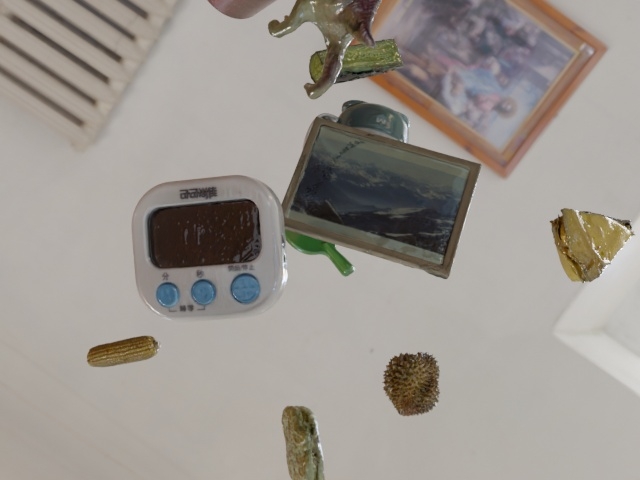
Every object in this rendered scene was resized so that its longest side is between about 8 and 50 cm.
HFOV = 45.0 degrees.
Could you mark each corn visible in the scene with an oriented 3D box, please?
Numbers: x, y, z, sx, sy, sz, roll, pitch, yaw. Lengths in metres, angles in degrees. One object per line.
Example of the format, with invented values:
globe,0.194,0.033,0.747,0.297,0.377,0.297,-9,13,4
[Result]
corn,-0.530,0.300,2.079,0.068,0.207,0.068,-11,90,-85

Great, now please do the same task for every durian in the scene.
durian,0.221,0.342,1.863,0.137,0.158,0.168,-15,-122,54

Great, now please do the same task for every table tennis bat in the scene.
table tennis bat,0.000,0.000,2.106,0.160,0.257,0.039,-31,158,-31

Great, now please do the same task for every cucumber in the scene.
cucumber,0.080,-0.385,1.690,0.211,0.078,0.062,-15,167,-29

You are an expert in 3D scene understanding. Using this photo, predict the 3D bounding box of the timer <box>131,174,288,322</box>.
timer,-0.182,0.015,1.296,0.087,0.262,0.237,9,77,-78

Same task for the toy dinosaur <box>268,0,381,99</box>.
toy dinosaur,0.010,-0.324,1.030,0.162,0.077,0.294,-31,-121,26

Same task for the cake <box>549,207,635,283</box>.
cake,0.372,-0.011,1.098,0.185,0.116,0.079,-37,-175,-42

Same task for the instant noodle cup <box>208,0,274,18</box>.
instant noodle cup,-0.160,-0.616,1.723,0.178,0.235,0.235,-24,-151,51

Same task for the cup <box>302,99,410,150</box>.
cup,0.096,-0.243,2.114,0.219,0.289,0.258,122,-18,-69

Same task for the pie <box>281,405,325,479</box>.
pie,-0.039,0.552,1.998,0.201,0.089,0.248,158,-75,-71

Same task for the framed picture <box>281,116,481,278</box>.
framed picture,0.110,-0.086,1.446,0.022,0.335,0.247,92,17,-65
